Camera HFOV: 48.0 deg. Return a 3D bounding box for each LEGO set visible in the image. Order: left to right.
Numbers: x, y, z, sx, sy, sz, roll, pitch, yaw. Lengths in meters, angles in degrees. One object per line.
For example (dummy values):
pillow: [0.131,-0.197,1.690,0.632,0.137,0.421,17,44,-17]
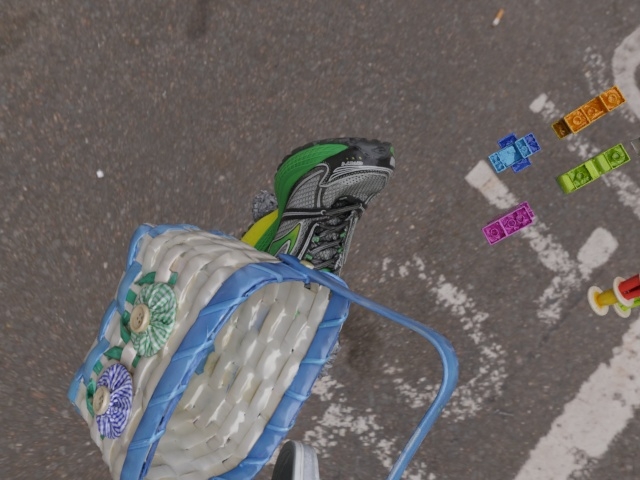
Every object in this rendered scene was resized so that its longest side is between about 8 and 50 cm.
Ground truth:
LEGO set: [0.249,-0.090,0.731,0.227,0.093,0.087,-29,89,8]

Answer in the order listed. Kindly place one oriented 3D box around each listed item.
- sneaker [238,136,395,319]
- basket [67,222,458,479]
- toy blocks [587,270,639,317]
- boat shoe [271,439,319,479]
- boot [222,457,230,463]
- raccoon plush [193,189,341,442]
sneaker: [0.000,0.000,0.901,0.134,0.343,0.146,2,55,-26]
basket: [-0.058,0.132,0.589,0.289,0.201,0.255,28,99,26]
toy blocks: [0.539,0.081,1.189,0.123,0.148,0.054,7,64,-35]
boat shoe: [-0.018,0.479,1.156,0.103,0.118,0.321,-3,87,-22]
boot: [-0.277,0.378,1.295,0.244,0.176,0.088,48,46,-6]
raccoon plush: [-0.091,0.102,1.194,0.216,0.446,0.299,5,112,15]
